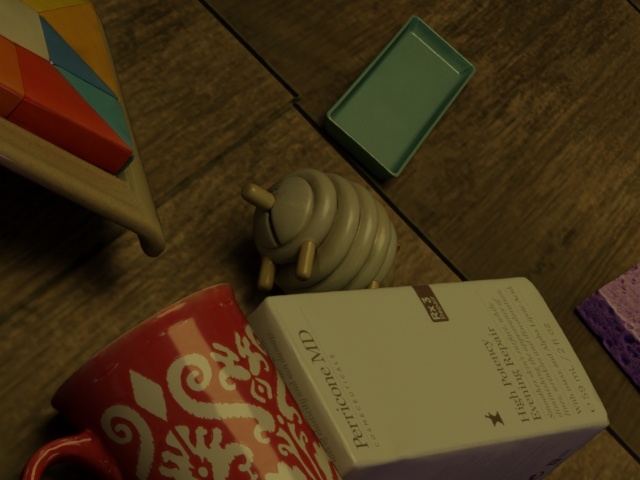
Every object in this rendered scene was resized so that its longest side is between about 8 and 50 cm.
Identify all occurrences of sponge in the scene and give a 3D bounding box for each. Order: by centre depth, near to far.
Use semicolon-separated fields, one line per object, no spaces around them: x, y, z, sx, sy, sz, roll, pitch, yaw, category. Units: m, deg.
0.286;0.106;1.314;0.210;0.031;0.117;52;38;11;sponge

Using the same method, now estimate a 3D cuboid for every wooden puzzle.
-0.184;-0.116;1.011;0.238;0.044;0.221;34;23;-38;wooden puzzle

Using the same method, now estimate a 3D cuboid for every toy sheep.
0.000;0.000;1.110;0.132;0.091;0.091;36;33;-41;toy sheep

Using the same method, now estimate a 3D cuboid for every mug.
-0.062;0.133;0.932;0.169;0.150;0.113;55;2;8;mug

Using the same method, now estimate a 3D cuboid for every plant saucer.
0.059;-0.106;1.324;0.067;0.018;0.192;41;38;-3;plant saucer

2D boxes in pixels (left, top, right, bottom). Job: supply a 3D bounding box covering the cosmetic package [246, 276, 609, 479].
0.054;0.094;1.070;0.231;0.085;0.117;-3;56;-46;cosmetic package
